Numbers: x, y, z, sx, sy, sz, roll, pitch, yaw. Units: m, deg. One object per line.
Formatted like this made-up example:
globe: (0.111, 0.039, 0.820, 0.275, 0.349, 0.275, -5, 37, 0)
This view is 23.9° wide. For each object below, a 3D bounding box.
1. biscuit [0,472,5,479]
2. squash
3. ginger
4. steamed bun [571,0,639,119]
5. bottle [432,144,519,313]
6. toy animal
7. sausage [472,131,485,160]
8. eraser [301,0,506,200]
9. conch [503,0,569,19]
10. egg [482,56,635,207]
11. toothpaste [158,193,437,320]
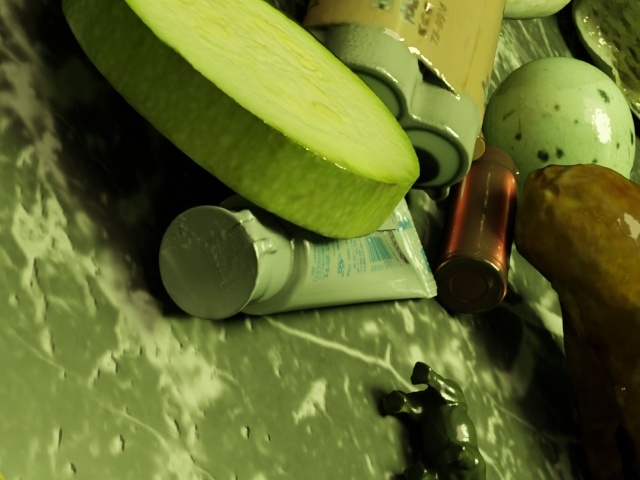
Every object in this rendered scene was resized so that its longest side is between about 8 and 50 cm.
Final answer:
biscuit: (-0.151, 0.196, 0.606, 0.239, 0.041, 0.212, 54, 25, -9)
squash: (-0.047, -0.102, 0.941, 0.252, 0.049, 0.252, 33, 20, -14)
ginger: (0.257, 0.085, 1.160, 0.172, 0.165, 0.321, -17, 85, -32)
steamed bun: (0.376, -0.213, 1.601, 0.170, 0.200, 0.225, -42, 105, -19)
bottle: (0.122, -0.015, 1.173, 0.060, 0.060, 0.164, 46, 33, -21)
toy animal: (0.086, 0.149, 0.987, 0.065, 0.047, 0.136, 31, 34, -51)
sausage: (0.113, -0.102, 1.237, 0.026, 0.026, 0.116, 42, 18, -27)
eraser: (0.078, -0.194, 1.178, 0.171, 0.087, 0.291, 37, 48, -28)
conch: (0.163, -0.274, 1.384, 0.158, 0.127, 0.255, 61, 31, 1)
egg: (0.200, -0.074, 1.281, 0.131, 0.131, 0.164, 9, 80, -53)
toothpaste: (0.000, 0.000, 0.979, 0.299, 0.073, 0.114, -10, 77, -64)
